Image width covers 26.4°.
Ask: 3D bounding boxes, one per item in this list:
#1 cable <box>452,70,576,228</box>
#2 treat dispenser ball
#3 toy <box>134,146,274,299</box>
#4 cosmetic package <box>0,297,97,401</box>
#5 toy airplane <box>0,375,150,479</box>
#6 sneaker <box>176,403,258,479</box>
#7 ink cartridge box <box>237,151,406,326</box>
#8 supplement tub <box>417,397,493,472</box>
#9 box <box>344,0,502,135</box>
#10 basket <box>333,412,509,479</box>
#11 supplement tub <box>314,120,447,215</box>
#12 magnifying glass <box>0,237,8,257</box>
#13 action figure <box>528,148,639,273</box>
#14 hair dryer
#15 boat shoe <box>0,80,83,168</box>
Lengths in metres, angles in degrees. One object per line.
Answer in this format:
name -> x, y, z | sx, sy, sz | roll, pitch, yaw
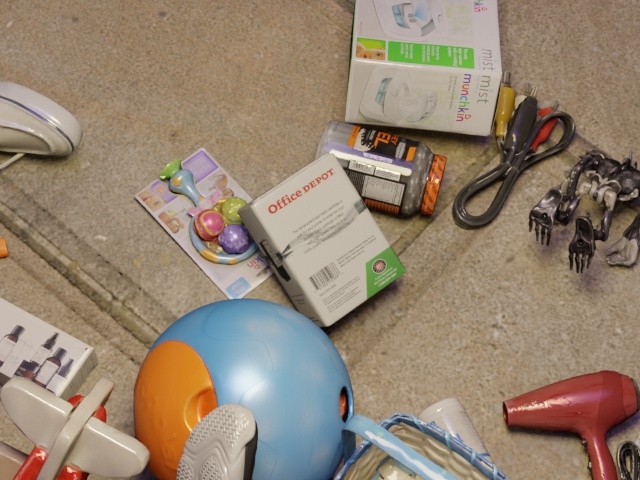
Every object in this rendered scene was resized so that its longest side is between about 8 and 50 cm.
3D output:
cable -> 0.302, -0.126, 2.138 | 0.139, 0.072, 0.287 | 28, 73, -7
treat dispenser ball -> -0.099, 0.218, 1.764 | 0.288, 0.288, 0.288 | 1, 60, -2
toy -> -0.155, -0.035, 2.042 | 0.137, 0.056, 0.237 | -37, 68, -20
cosmetic package -> -0.442, 0.145, 1.919 | 0.239, 0.060, 0.099 | 26, 61, 12
toy airplane -> -0.352, 0.333, 1.693 | 0.384, 0.272, 0.386 | -16, 92, 4
sneaker -> -0.089, 0.310, 1.596 | 0.153, 0.268, 0.101 | 3, 21, -36
ink cartridge box -> 0.000, 0.000, 1.963 | 0.153, 0.087, 0.208 | -33, 96, -20
supplement tub -> 0.184, 0.278, 1.870 | 0.071, 0.071, 0.107 | -21, 63, -15
box -> 0.160, -0.293, 2.136 | 0.231, 0.126, 0.262 | 6, 41, 1
basket -> 0.135, 0.337, 1.706 | 0.255, 0.289, 0.201 | 34, 64, 16
supplement tub -> 0.089, -0.106, 2.062 | 0.190, 0.117, 0.117 | 14, 60, 5
magnifying glass -> -0.575, 0.034, 1.997 | 0.231, 0.026, 0.092 | -12, 61, -11
action figure -> 0.414, -0.047, 2.040 | 0.164, 0.141, 0.276 | 33, 37, 24
hair dryer -> 0.387, 0.283, 1.873 | 0.293, 0.080, 0.223 | 28, 63, 13
boat shoe -> -0.548, -0.164, 2.050 | 0.367, 0.136, 0.156 | 17, 60, 10
